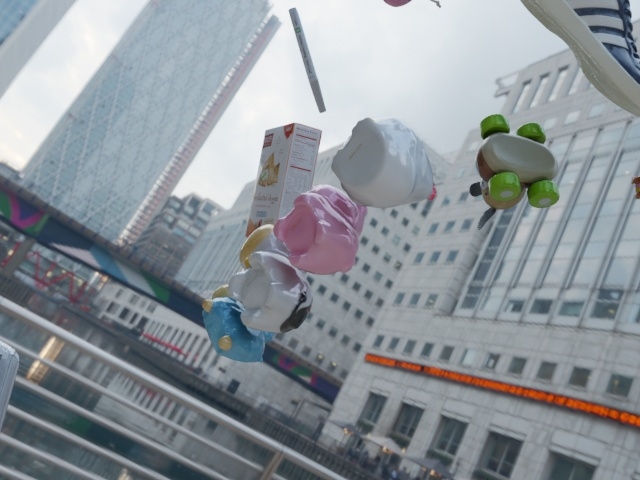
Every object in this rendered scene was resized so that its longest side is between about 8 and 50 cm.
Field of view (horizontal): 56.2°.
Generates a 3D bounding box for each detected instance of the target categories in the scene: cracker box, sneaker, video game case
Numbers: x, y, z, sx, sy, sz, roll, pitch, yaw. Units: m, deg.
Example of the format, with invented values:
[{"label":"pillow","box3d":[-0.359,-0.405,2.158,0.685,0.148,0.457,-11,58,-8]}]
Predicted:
[{"label":"cracker box","box3d":[-0.077,-0.109,1.195,0.067,0.232,0.155,12,-2,-26]},{"label":"sneaker","box3d":[0.497,-0.375,1.029,0.350,0.148,0.131,53,14,7]},{"label":"video game case","box3d":[-0.029,-0.445,1.501,0.023,0.193,0.212,-16,-10,4]}]

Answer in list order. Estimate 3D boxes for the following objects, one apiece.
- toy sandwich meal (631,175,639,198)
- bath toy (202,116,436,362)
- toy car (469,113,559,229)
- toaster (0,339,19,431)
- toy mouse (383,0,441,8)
[{"label":"toy sandwich meal","box3d":[0.317,-0.045,0.518,0.085,0.029,0.085,8,-1,0]},{"label":"bath toy","box3d":[0.000,0.000,0.701,0.129,0.348,0.151,16,38,-43]},{"label":"toy car","box3d":[0.325,-0.108,1.103,0.149,0.155,0.188,9,-30,-15]},{"label":"toaster","box3d":[-0.439,0.179,0.654,0.227,0.146,0.129,-21,-46,24]},{"label":"toy mouse","box3d":[0.036,-0.251,0.555,0.161,0.031,0.143,25,27,-5]}]
